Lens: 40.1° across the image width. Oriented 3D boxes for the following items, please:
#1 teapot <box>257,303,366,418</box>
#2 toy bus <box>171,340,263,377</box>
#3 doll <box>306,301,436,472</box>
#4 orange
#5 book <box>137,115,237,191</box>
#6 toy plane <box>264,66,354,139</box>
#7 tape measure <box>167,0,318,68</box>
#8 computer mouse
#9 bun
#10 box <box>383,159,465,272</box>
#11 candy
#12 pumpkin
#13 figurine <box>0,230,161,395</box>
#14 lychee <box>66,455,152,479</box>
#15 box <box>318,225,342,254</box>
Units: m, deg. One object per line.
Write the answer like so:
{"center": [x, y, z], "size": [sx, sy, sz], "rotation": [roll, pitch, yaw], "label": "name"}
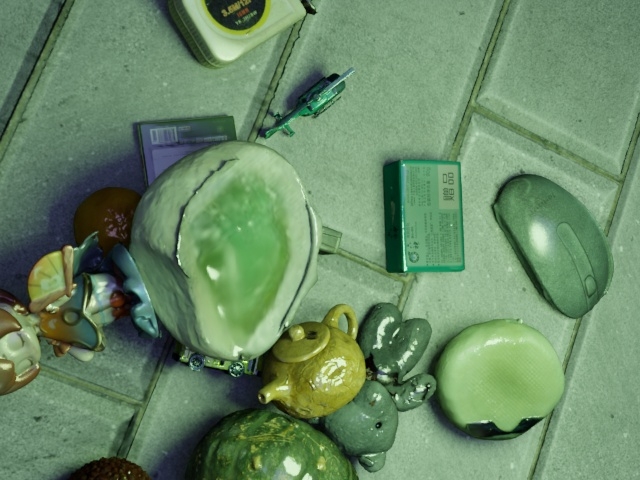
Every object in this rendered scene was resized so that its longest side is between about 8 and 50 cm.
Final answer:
{"center": [-0.017, 0.225, 1.719], "size": [0.311, 0.203, 0.167], "rotation": [-45, 125, -39], "label": "teapot"}
{"center": [-0.199, 0.218, 1.754], "size": [0.175, 0.088, 0.101], "rotation": [13, 83, -18], "label": "toy bus"}
{"center": [0.111, 0.285, 1.819], "size": [0.246, 0.158, 0.340], "rotation": [30, 78, 7], "label": "doll"}
{"center": [-0.392, -0.026, 1.682], "size": [0.159, 0.136, 0.159], "rotation": [2, 84, -22], "label": "orange"}
{"center": [-0.257, -0.117, 1.792], "size": [0.202, 0.027, 0.264], "rotation": [-8, 88, -21], "label": "book"}
{"center": [-0.025, -0.285, 1.853], "size": [0.235, 0.096, 0.060], "rotation": [-38, 96, 0], "label": "toy plane"}
{"center": [-0.175, -0.505, 1.802], "size": [0.271, 0.133, 0.231], "rotation": [-35, 105, -20], "label": "tape measure"}
{"center": [0.547, 0.014, 2.014], "size": [0.203, 0.114, 0.374], "rotation": [-41, 100, -18], "label": "computer mouse"}
{"center": [0.374, 0.289, 1.911], "size": [0.283, 0.179, 0.283], "rotation": [-2, 105, -9], "label": "bun"}
{"center": [0.226, -0.051, 1.920], "size": [0.153, 0.092, 0.245], "rotation": [1, 87, -20], "label": "box"}
{"center": [-0.173, 0.001, 1.685], "size": [0.427, 0.186, 0.386], "rotation": [-51, 120, -33], "label": "candy"}
{"center": [-0.090, 0.470, 1.668], "size": [0.328, 0.291, 0.257], "rotation": [42, 53, -25], "label": "pumpkin"}
{"center": [-0.509, 0.132, 1.534], "size": [0.388, 0.248, 0.276], "rotation": [-23, 128, -19], "label": "figurine"}
{"center": [-0.390, 0.493, 1.621], "size": [0.188, 0.188, 0.188], "rotation": [2, 85, -19], "label": "lychee"}
{"center": [0.000, 0.000, 1.844], "size": [0.063, 0.085, 0.060], "rotation": [19, 79, -22], "label": "box"}
